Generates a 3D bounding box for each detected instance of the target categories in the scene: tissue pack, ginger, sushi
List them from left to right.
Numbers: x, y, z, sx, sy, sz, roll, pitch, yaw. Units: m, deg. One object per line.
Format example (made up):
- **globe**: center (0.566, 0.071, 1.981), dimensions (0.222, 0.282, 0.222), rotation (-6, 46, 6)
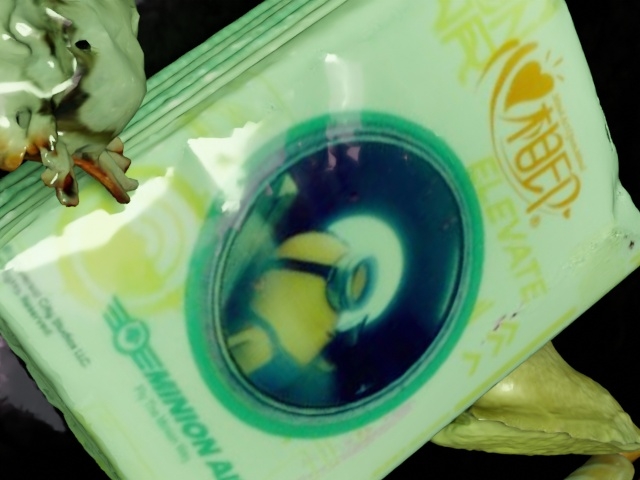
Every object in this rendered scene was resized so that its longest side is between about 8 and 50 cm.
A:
- **sushi**: center (-0.166, -0.168, 0.564), dimensions (0.130, 0.124, 0.332), rotation (-12, 86, 12)
- **tissue pack**: center (0.000, 0.000, 0.747), dimensions (0.388, 0.162, 0.287), rotation (-37, 121, -16)
- **ginger**: center (0.163, 0.110, 0.893), dimensions (0.193, 0.115, 0.122), rotation (15, 57, -28)

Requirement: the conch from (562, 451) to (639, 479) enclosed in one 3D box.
- **conch**: center (0.182, 0.267, 0.968), dimensions (0.255, 0.127, 0.158), rotation (-43, 123, -42)
